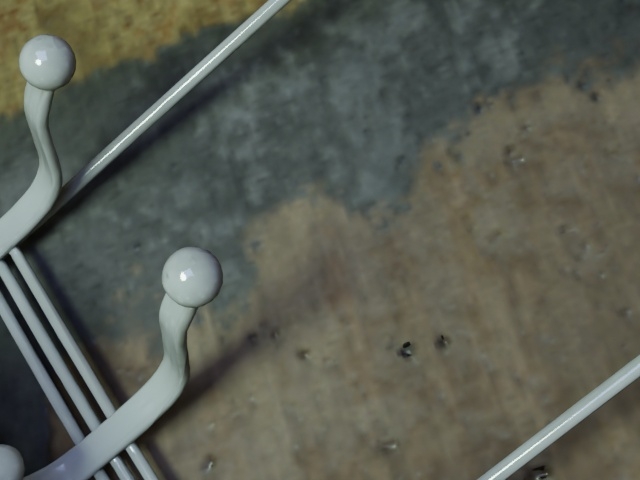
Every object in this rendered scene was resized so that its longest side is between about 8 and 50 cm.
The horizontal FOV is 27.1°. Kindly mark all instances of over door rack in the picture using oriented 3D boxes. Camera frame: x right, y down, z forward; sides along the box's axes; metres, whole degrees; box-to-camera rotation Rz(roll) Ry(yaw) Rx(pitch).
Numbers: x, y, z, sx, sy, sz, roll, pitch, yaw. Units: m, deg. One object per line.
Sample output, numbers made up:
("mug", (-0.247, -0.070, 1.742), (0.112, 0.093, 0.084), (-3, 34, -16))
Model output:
("over door rack", (0.000, 0.000, 0.504), (0.324, 0.108, 0.239), (-36, 68, -1))
